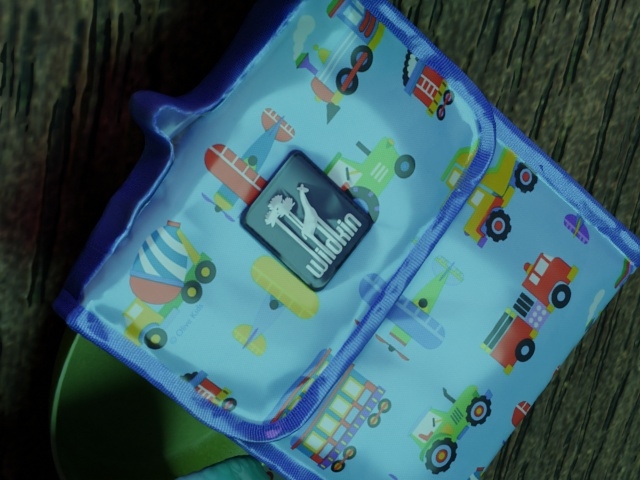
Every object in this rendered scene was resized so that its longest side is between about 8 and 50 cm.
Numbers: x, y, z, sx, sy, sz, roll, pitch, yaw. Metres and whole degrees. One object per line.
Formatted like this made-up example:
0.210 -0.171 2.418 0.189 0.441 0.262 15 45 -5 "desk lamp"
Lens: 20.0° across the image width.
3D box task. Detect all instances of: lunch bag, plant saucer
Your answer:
0.000 0.000 0.948 0.221 0.138 0.293 -53 132 -4 "lunch bag"
-0.063 0.052 1.036 0.241 0.037 0.241 -29 139 -29 "plant saucer"

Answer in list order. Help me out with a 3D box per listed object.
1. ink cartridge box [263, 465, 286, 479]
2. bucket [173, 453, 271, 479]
0.005 0.223 1.147 0.127 0.175 0.072 -52 149 0 "ink cartridge box"
-0.093 0.253 0.970 0.281 0.183 0.281 -30 168 -7 "bucket"
